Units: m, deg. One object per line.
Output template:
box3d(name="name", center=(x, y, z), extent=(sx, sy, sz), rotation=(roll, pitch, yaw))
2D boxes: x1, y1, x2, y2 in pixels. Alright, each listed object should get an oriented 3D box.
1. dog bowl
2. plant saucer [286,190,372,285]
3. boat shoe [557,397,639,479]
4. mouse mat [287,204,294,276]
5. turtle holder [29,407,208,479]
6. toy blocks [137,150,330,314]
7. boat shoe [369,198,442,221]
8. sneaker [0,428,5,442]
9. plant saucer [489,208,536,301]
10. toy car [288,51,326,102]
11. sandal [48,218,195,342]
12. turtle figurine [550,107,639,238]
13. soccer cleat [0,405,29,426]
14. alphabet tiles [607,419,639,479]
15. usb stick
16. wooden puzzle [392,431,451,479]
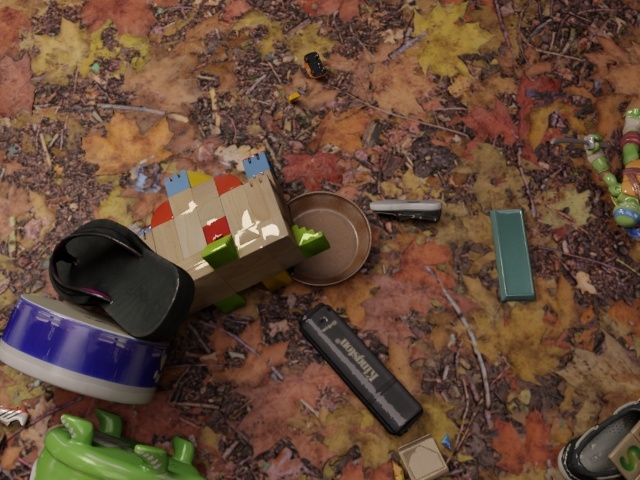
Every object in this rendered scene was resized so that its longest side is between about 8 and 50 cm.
box3d(name="dog bowl", center=(-0.392, 0.180, 1.243), extent=(0.265, 0.265, 0.104), rotation=(19, 83, 9))
box3d(name="plant saucer", center=(0.000, 0.000, 1.442), extent=(0.199, 0.036, 0.198), rotation=(-1, 66, 1))
box3d(name="boat shoe", center=(0.551, 0.329, 1.260), extent=(0.303, 0.091, 0.114), rotation=(-29, 69, -11))
box3d(name="mouse mat", center=(-0.145, 0.012, 1.430), extent=(0.190, 0.007, 0.152), rotation=(-10, 70, 13))
box3d(name="turtle holder", center=(-0.305, 0.420, 1.182), extent=(0.320, 0.243, 0.227), rotation=(22, 81, -15))
box3d(name="toy blocks", center=(-0.206, -0.027, 1.379), extent=(0.382, 0.190, 0.260), rotation=(-26, 56, 6))
box3d(name="boat shoe", center=(0.168, -0.057, 1.458), extent=(0.142, 0.049, 0.040), rotation=(1, 105, 7))
box3d(name="sneaker", center=(-0.594, 0.387, 1.294), extent=(0.042, 0.067, 0.118), rotation=(19, 39, 11))
box3d(name="plant saucer", center=(0.373, 0.024, 1.434), extent=(0.067, 0.018, 0.192), rotation=(-2, 66, 0))
box3d(name="toy car", center=(-0.041, -0.348, 1.587), extent=(0.122, 0.040, 0.060), rotation=(-44, 94, -18))
box3d(name="sandal", center=(-0.373, 0.043, 1.274), extent=(0.446, 0.107, 0.167), rotation=(14, 76, 47))
box3d(name="turtle figurine", center=(0.613, -0.171, 1.395), extent=(0.274, 0.198, 0.266), rotation=(53, 51, -22))
box3d(name="soccer cleat", center=(-0.564, 0.315, 1.326), extent=(0.083, 0.029, 0.035), rotation=(3, 63, -2))
box3d(name="alphabet tiles", center=(0.635, 0.381, 1.223), extent=(0.342, 0.011, 0.285), rotation=(-41, 94, -14))
box3d(name="usb stick", center=(0.070, 0.230, 1.338), extent=(0.077, 0.045, 0.278), rotation=(-39, 71, -13))
box3d(name="wooden puzzle", center=(0.177, 0.382, 1.289), extent=(0.116, 0.014, 0.078), rotation=(-16, 72, -5))
